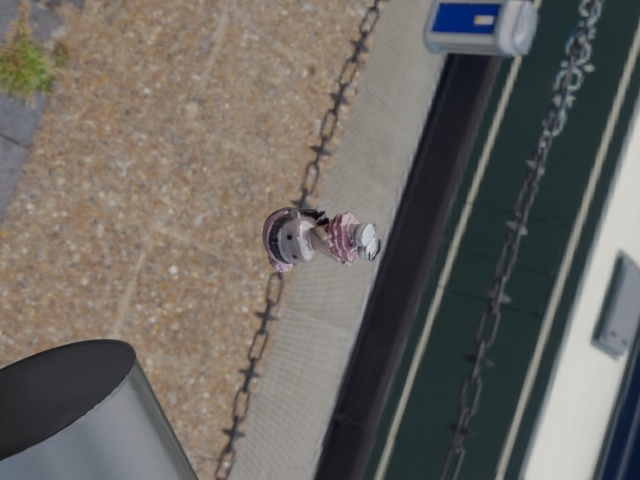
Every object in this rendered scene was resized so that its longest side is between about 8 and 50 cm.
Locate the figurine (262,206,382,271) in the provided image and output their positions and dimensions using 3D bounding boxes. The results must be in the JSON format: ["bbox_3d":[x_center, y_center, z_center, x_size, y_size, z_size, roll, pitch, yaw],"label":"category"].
[{"bbox_3d":[0.000,0.000,0.894,0.054,0.129,0.072,-63,144,-42],"label":"figurine"}]

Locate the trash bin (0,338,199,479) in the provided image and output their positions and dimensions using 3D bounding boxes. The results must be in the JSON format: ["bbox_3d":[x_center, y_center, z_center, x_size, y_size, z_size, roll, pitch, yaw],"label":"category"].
[{"bbox_3d":[-0.158,0.260,0.663,0.214,0.214,0.333,-37,116,-41],"label":"trash bin"}]
